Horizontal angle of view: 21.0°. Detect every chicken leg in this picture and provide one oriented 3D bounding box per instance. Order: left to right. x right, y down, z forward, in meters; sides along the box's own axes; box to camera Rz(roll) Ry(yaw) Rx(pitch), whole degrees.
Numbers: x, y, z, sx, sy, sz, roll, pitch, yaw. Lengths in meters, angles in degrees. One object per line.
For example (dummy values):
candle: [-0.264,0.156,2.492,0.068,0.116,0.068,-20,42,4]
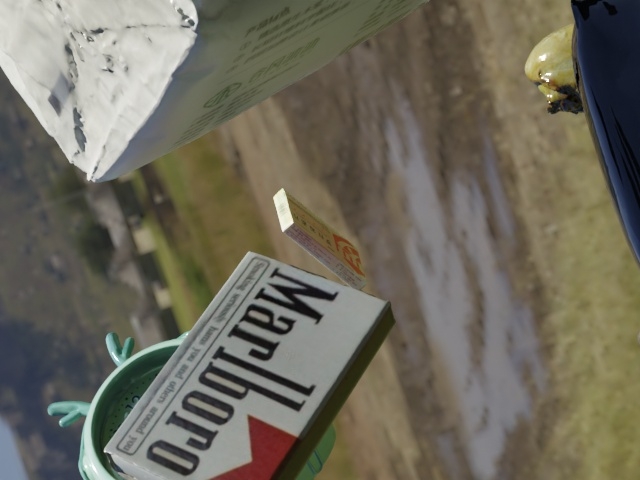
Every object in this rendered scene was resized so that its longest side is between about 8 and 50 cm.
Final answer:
chicken leg: [0.307,-0.175,1.630,0.088,0.227,0.103,113,141,-79]

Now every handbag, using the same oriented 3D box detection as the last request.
handbag: [0.283,-0.063,1.337,0.288,0.152,0.342,-104,-4,-84]

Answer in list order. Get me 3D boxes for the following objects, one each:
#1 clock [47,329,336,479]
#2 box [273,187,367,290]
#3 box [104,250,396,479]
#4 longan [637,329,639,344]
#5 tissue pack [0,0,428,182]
clock: [-0.105,0.144,1.301,0.211,0.159,0.066,28,157,31]
box: [0.000,0.000,1.449,0.093,0.015,0.058,39,-163,-28]
box: [-0.043,0.095,1.114,0.115,0.177,0.036,21,150,25]
longan: [0.428,0.123,1.808,0.204,0.185,0.159,19,101,35]
tissue pack: [-0.030,-0.222,1.141,0.194,0.356,0.266,55,150,4]
